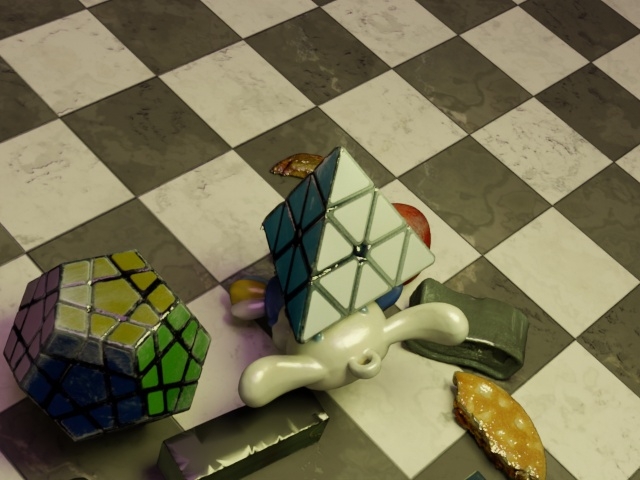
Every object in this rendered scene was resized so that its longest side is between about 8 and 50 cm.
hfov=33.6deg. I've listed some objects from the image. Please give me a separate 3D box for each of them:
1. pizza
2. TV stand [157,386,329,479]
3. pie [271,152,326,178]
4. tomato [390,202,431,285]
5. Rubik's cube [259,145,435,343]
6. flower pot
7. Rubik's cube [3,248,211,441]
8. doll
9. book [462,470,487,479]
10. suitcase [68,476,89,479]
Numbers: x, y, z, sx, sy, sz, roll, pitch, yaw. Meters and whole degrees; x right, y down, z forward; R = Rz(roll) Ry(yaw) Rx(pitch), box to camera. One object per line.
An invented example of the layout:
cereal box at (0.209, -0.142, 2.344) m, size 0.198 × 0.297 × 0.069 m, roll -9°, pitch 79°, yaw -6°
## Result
pizza at (0.313, 0.330, 1.868) m, size 0.246 × 0.058 × 0.127 m, roll 43°, pitch 51°, yaw 17°
TV stand at (-0.123, 0.324, 1.722) m, size 0.269 × 0.083 × 0.088 m, roll -20°, pitch 58°, yaw -31°
pie at (-0.003, -0.148, 2.191) m, size 0.191 × 0.033 × 0.088 m, roll 16°, pitch 44°, yaw -4°
tomato at (0.139, 0.005, 2.022) m, size 0.167 × 0.167 × 0.167 m, roll 9°, pitch 49°, yaw -10°
Rubik's cube at (0.021, 0.006, 1.726) m, size 0.229 × 0.233 × 0.228 m, roll 57°, pitch 12°, yaw 5°
flower pot at (0.270, 0.167, 1.963) m, size 0.229 × 0.103 × 0.108 m, roll 19°, pitch 48°, yaw -3°
Rubik's cube at (-0.332, 0.166, 1.663) m, size 0.319 × 0.319 × 0.264 m, roll 18°, pitch 21°, yaw -2°
doll at (0.011, 0.119, 1.812) m, size 0.376 × 0.187 × 0.365 m, roll 0°, pitch 27°, yaw -22°
book at (0.284, 0.595, 1.647) m, size 0.300 × 0.039 × 0.428 m, roll -25°, pitch 62°, yaw -33°
suitcase at (-0.435, 0.469, 1.510) m, size 0.285 × 0.066 × 0.206 m, roll -14°, pitch 56°, yaw -27°
